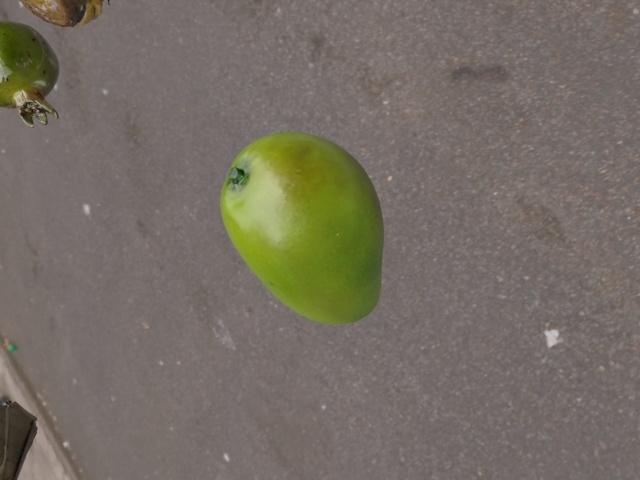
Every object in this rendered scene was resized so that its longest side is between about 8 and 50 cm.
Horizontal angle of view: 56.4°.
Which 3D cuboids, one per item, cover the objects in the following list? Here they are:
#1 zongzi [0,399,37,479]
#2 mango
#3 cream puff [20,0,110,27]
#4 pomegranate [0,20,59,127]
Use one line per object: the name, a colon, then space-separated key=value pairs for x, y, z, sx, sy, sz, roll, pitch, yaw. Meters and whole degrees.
zongzi: x=-0.570 y=0.326 z=0.970 sx=0.197 sy=0.099 sz=0.194 roll=53 pitch=-168 yaw=-32
mango: x=0.000 y=0.000 z=0.796 sx=0.156 sy=0.192 sz=0.343 roll=51 pitch=175 yaw=43
cream puff: x=-0.471 y=-0.477 z=1.074 sx=0.189 sy=0.129 sz=0.189 roll=22 pitch=160 yaw=8
pomegranate: x=-0.663 y=-0.374 z=1.324 sx=0.246 sy=0.198 sz=0.198 roll=31 pitch=131 yaw=5
